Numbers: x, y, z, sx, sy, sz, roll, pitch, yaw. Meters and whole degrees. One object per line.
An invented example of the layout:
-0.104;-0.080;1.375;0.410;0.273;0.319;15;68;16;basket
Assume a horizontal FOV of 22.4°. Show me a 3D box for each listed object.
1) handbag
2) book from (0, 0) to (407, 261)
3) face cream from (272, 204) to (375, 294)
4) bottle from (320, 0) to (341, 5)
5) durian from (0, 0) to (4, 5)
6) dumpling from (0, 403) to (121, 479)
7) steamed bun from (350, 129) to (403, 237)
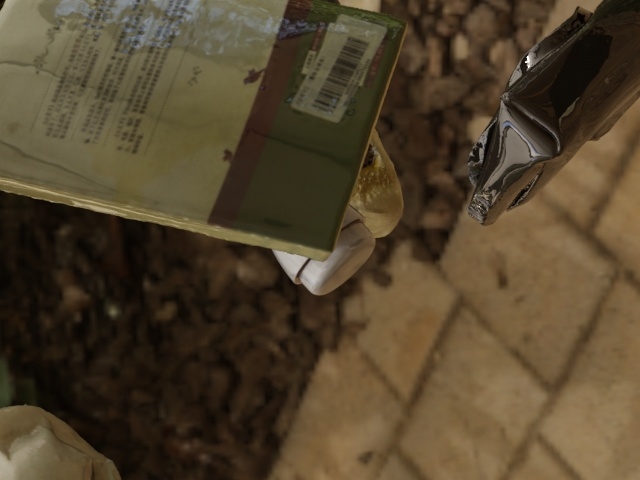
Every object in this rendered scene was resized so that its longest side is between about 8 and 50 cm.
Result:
0.282;-0.154;1.841;0.113;0.285;0.257;41;152;13;handbag
-0.102;-0.101;1.108;0.026;0.289;0.201;82;-156;-62;book
0.000;0.000;1.962;0.104;0.117;0.117;48;130;14;face cream
-0.133;-0.169;1.753;0.144;0.336;0.144;160;90;-81;bottle
-0.344;-0.103;1.269;0.132;0.375;0.106;26;160;10;durian
-0.244;0.230;1.433;0.176;0.150;0.092;-120;33;-50;dumpling
0.033;-0.089;2.156;0.172;0.140;0.155;133;137;-72;steamed bun
